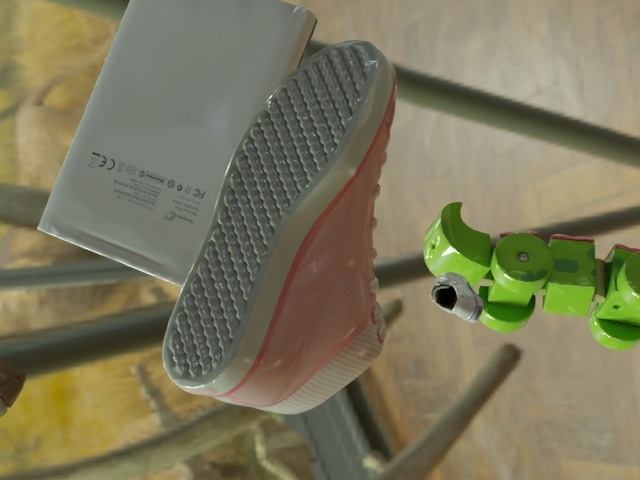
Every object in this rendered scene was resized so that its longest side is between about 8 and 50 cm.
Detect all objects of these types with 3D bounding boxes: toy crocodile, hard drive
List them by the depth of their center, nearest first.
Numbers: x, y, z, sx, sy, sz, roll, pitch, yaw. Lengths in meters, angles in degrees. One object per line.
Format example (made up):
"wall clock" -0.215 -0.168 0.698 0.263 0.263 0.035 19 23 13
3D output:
"hard drive" -0.156 -0.124 1.338 0.318 0.210 0.040 -68 -21 -3
"toy crocodile" 0.280 0.040 1.348 0.115 0.341 0.105 98 -178 -57

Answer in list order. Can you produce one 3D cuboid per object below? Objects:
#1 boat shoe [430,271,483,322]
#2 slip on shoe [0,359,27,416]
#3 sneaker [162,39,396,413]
"boat shoe" 0.125 0.052 1.212 0.035 0.035 0.100 -66 20 12
"slip on shoe" -0.295 0.092 0.991 0.135 0.041 0.051 28 155 23
"sneaker" 0.000 0.000 0.440 0.051 0.070 0.134 18 80 45
